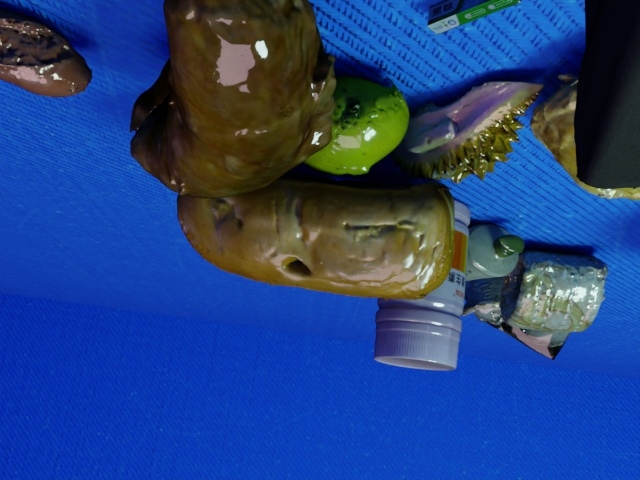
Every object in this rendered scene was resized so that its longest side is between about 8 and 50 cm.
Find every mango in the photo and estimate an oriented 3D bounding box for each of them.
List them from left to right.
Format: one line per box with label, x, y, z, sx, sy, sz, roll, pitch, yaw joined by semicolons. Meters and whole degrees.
mango;0.024;-0.118;0.773;0.119;0.100;0.178;8;176;-16

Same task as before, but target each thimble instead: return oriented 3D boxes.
thimble;0.407;0.086;1.255;0.144;0.137;0.190;7;154;0

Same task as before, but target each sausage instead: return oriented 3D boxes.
sausage;-0.390;-0.206;0.693;0.327;0.079;0.087;10;154;-14

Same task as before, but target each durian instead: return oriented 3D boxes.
durian;0.162;-0.108;0.773;0.140;0.078;0.224;14;164;-20

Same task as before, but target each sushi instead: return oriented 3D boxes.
sushi;0.408;0.122;1.470;0.273;0.134;0.109;25;148;1

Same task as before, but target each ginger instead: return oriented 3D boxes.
ginger;-0.071;-0.135;0.639;0.172;0.165;0.321;5;161;-20

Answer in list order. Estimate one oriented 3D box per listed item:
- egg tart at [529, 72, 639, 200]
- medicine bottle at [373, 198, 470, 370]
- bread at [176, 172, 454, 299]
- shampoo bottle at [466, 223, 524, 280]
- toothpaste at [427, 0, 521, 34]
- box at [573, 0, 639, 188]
egg tart;0.327;-0.098;0.689;0.252;0.098;0.232;10;162;-29
medicine bottle;0.154;0.065;1.087;0.133;0.249;0.133;8;165;2
bread;0.005;-0.011;0.909;0.328;0.148;0.337;5;-175;9
shampoo bottle;0.251;0.025;1.201;0.118;0.087;0.234;15;163;-26
toothpaste;0.126;-0.194;0.587;0.017;0.020;0.083;24;158;-39
box;0.251;-0.166;0.276;0.251;0.204;0.345;4;164;13
